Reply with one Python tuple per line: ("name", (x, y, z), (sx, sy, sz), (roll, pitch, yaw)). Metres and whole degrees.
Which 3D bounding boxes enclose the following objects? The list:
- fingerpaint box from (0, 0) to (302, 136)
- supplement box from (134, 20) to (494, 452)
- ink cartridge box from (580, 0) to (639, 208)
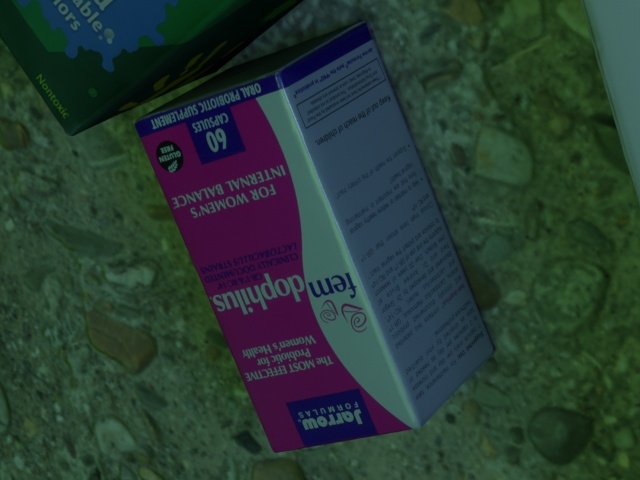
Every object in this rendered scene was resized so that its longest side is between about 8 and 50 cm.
("fingerpaint box", (-0.108, -0.341, 0.852), (0.371, 0.163, 0.445), (-33, 92, 37))
("supplement box", (0.000, 0.000, 0.966), (0.111, 0.114, 0.220), (-16, 103, 34))
("ink cartridge box", (0.300, -0.015, 0.678), (0.285, 0.166, 0.395), (-19, 82, 35))
